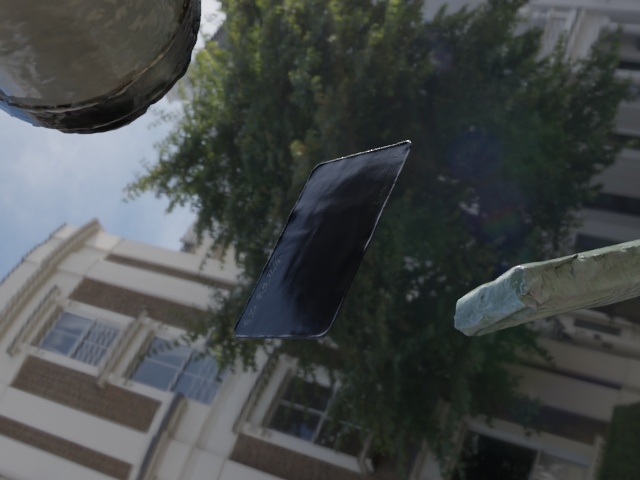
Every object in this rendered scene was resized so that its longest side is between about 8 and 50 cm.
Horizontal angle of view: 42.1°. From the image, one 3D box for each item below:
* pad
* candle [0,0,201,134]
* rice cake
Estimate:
[{"bbox_3d":[0.000,0.000,0.580,0.003,0.112,0.157,39,-118,-29],"label":"pad"},{"bbox_3d":[-0.215,-0.221,0.591,0.342,0.221,0.221,69,-143,-78],"label":"candle"},{"bbox_3d":[0.210,0.032,0.661,0.226,0.085,0.040,-9,-108,-34],"label":"rice cake"}]
